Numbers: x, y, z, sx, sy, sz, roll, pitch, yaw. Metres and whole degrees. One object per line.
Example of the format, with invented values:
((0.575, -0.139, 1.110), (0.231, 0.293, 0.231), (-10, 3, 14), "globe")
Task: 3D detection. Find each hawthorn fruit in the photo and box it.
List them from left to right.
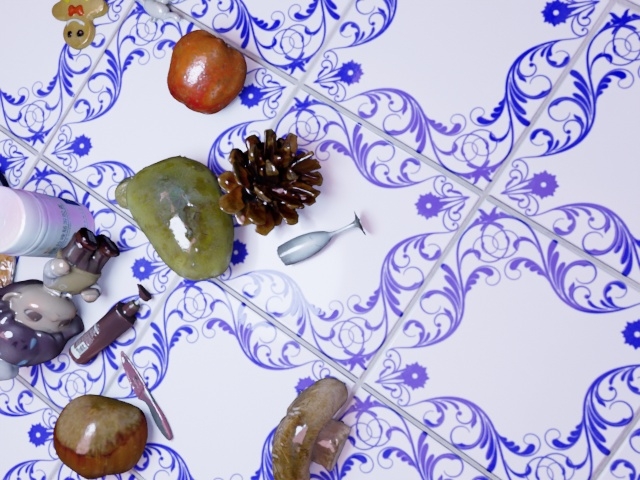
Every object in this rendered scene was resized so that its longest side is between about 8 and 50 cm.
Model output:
((-0.266, -0.382, 1.301), (0.189, 0.189, 0.189), (-1, 86, 12), "hawthorn fruit")

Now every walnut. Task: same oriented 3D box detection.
((-0.454, -0.115, 1.365), (0.092, 0.092, 0.092), (-1, 86, 12), "walnut")

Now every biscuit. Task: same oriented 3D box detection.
((-0.624, -0.612, 1.454), (0.158, 0.035, 0.240), (-3, 86, 14), "biscuit")

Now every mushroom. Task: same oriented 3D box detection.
((-0.035, 0.433, 1.210), (0.156, 0.151, 0.285), (23, 91, 14), "mushroom")

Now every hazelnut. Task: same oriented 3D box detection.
((-0.507, 0.456, 1.291), (0.210, 0.186, 0.209), (1, 80, -5), "hazelnut")

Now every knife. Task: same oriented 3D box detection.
((-0.424, 0.374, 1.364), (0.035, 0.018, 0.247), (-37, 78, 10), "knife")

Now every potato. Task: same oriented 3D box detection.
((-0.305, -0.051, 1.281), (0.210, 0.173, 0.307), (-26, 83, -11), "potato")

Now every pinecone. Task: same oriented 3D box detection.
((-0.104, -0.134, 1.234), (0.202, 0.203, 0.228), (-7, 66, 45), "pinecone")

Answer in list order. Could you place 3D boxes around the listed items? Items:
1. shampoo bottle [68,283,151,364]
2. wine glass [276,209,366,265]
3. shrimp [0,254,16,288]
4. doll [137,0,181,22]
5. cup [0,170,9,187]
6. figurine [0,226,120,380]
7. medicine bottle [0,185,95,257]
((-0.503, 0.203, 1.365), (0.236, 0.067, 0.068), (-40, 99, 5), "shampoo bottle")
((0.000, 0.000, 1.276), (0.198, 0.066, 0.066), (-24, 82, 11), "wine glass")
((-0.828, 0.093, 1.440), (0.164, 0.062, 0.316), (-40, 77, 4), "shrimp")
((-0.390, -0.589, 1.391), (0.113, 0.071, 0.135), (-39, 85, 15), "doll")
((-0.924, -0.060, 1.413), (0.257, 0.178, 0.254), (-17, 88, 8), "cup")
((-0.613, 0.148, 1.310), (0.365, 0.218, 0.206), (-34, 78, 11), "figurine")
((-0.663, -0.036, 1.314), (0.152, 0.254, 0.152), (-1, 87, 11), "medicine bottle")
